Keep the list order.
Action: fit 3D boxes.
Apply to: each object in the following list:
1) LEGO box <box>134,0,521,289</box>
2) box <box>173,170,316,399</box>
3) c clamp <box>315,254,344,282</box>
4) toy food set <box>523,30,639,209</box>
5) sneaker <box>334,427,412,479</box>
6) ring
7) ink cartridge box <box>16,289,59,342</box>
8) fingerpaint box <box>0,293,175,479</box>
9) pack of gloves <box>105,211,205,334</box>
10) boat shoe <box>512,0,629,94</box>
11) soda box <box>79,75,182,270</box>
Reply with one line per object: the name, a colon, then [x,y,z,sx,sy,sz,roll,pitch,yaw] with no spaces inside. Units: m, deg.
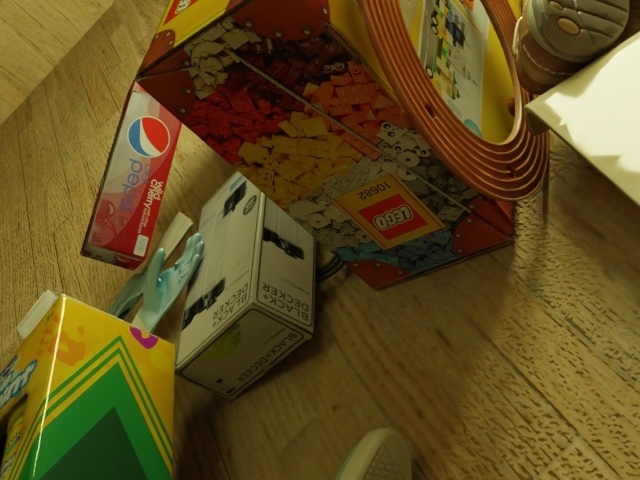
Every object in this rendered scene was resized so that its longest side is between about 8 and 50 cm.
LEGO box: [0.053,-0.264,0.987,0.193,0.372,0.500,-22,40,36]
box: [-0.087,0.030,1.084,0.169,0.087,0.290,-41,32,34]
c clamp: [0.000,0.000,1.100,0.137,0.022,0.161,-36,32,26]
toy food set: [0.339,-0.098,0.758,0.219,0.092,0.306,-32,35,4]
sneaker: [-0.023,0.272,0.769,0.151,0.094,0.256,7,63,46]
ring: [0.129,-0.193,0.855,0.032,0.336,0.337,-22,41,37]
ink cartridge box: [-0.454,0.146,1.460,0.089,0.052,0.122,-53,34,-7]
fingerpaint box: [-0.347,0.344,0.949,0.445,0.163,0.371,-46,30,26]
pack of gloves: [-0.246,0.066,1.165,0.232,0.046,0.195,-55,27,-1]
boat shoe: [0.288,-0.281,0.958,0.324,0.123,0.116,-52,-7,-34]
soda box: [-0.261,-0.097,1.230,0.092,0.083,0.264,154,132,-66]
